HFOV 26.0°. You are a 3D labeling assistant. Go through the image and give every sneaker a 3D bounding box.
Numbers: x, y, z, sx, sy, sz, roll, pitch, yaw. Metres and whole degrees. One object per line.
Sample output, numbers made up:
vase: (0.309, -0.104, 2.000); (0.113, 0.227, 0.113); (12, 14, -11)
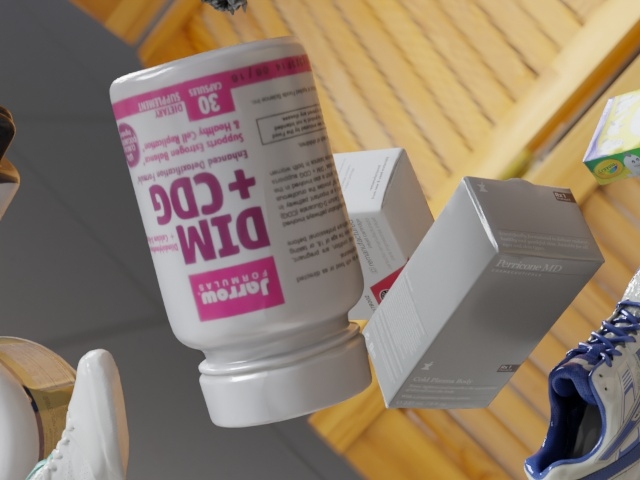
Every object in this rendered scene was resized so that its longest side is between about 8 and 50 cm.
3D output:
sneaker: (-0.218, 0.200, 1.237); (0.094, 0.212, 0.080); (0, -163, -2)
sneaker: (0.291, 0.127, 1.333); (0.131, 0.296, 0.112); (32, 159, -30)

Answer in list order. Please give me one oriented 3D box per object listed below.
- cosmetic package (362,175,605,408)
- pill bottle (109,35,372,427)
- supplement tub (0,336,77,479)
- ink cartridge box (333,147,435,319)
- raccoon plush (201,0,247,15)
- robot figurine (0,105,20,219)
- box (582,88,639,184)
cosmetic package: (0.149, 0.054, 1.322); (0.127, 0.238, 0.107); (3, -130, -26)
pill bottle: (-0.056, -0.007, 1.098); (0.160, 0.160, 0.283); (-28, -76, -69)
supplement tub: (-0.387, 0.224, 1.573); (0.228, 0.228, 0.316); (43, -178, 8)
ink cartridge box: (0.000, 0.000, 1.950); (0.226, 0.306, 0.131); (62, -146, -39)
raccoon plush: (-0.257, -0.284, 1.093); (0.216, 0.446, 0.299); (-111, 5, -63)
robot figurine: (-0.451, -0.040, 1.555); (0.173, 0.278, 0.209); (32, -173, 17)
box: (0.369, -0.123, 1.446); (0.043, 0.179, 0.105); (48, -128, -27)
